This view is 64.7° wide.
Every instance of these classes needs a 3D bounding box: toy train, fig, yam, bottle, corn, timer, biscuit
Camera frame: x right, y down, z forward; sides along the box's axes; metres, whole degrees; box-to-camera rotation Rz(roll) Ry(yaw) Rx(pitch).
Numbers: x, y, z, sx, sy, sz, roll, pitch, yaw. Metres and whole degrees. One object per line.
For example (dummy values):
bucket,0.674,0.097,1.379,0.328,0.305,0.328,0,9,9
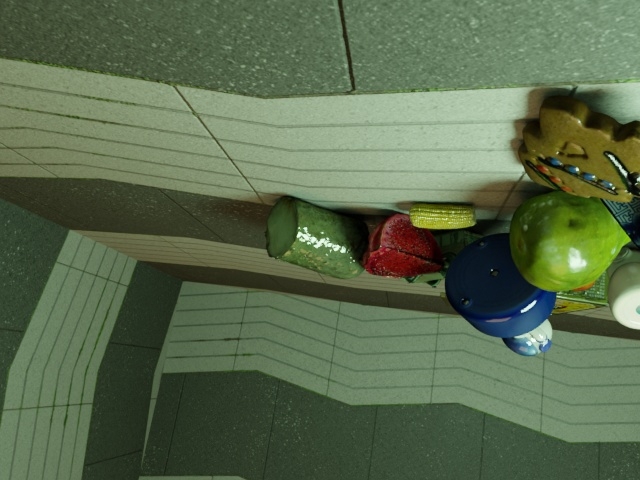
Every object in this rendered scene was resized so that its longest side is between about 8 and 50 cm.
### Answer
toy train,0.368,0.059,1.573,0.129,0.159,0.326,15,162,-32
fig,0.569,0.014,1.111,0.315,0.232,0.233,17,165,-7
yam,0.000,0.000,1.493,0.300,0.195,0.195,18,164,-29
bottle,0.853,0.113,1.372,0.148,0.236,0.147,10,126,14
corn,0.316,-0.063,1.309,0.166,0.063,0.085,0,140,24
timer,0.531,0.192,1.381,0.271,0.270,0.383,-3,141,39
biscuit,0.446,-0.127,0.855,0.278,0.043,0.301,30,173,-2

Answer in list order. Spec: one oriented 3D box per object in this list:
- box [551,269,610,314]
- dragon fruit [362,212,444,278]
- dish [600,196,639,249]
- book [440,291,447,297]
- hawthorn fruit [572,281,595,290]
box,0.707,0.150,1.758,0.421,0.138,0.373,9,166,2
dragon fruit,0.229,0.020,1.439,0.262,0.189,0.163,18,174,-30
dish,0.604,-0.096,0.888,0.080,0.181,0.243,-29,166,-4
book,0.598,0.226,1.809,0.311,0.021,0.217,4,166,21
hawthorn fruit,0.670,0.051,1.378,0.174,0.173,0.179,11,-167,-7
